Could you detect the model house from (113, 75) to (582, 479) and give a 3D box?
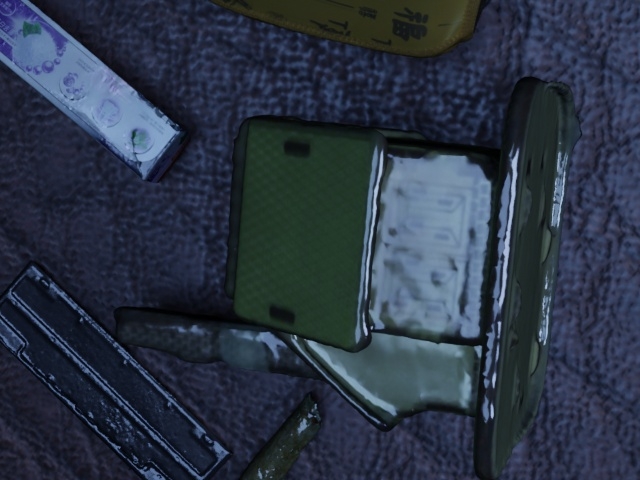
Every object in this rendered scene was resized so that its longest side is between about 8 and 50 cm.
[{"bbox_3d":[0.000,0.000,0.715,0.278,0.205,0.219,8,97,16],"label":"model house"}]

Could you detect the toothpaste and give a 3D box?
[{"bbox_3d":[-0.174,-0.118,0.799,0.196,0.040,0.047,39,97,3],"label":"toothpaste"}]

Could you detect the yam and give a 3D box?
[{"bbox_3d":[-0.036,0.161,0.811,0.129,0.027,0.033,-52,47,13],"label":"yam"}]

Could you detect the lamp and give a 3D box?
[{"bbox_3d":[0.018,-0.193,0.702,0.185,0.161,0.161,18,99,7],"label":"lamp"}]

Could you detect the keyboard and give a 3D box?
[{"bbox_3d":[-0.153,0.103,0.834,0.198,0.010,0.064,44,100,3],"label":"keyboard"}]
